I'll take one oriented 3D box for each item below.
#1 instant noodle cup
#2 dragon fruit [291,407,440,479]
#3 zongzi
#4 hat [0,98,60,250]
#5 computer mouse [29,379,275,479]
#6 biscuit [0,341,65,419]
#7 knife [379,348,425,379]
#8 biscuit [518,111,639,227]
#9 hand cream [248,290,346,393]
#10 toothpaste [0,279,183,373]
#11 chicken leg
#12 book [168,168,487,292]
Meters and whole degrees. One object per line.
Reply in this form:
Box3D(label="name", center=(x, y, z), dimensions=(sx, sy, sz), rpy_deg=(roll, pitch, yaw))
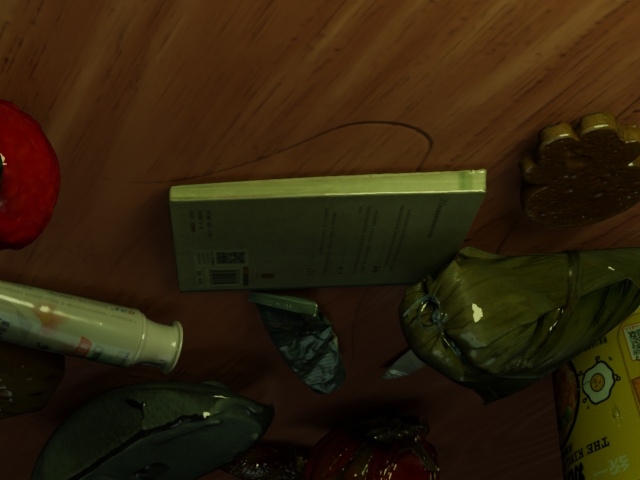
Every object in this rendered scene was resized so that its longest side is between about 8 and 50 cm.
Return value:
Box3D(label="instant noodle cup", center=(0.440, 0.235, 1.187), dimensions=(0.325, 0.254, 0.326), rpy_deg=(-5, 151, -3))
Box3D(label="dragon fruit", center=(0.096, 0.321, 1.391), dimensions=(0.218, 0.223, 0.148), rpy_deg=(6, 113, -40))
Box3D(label="zongzi", center=(0.227, 0.049, 0.935), dimensions=(0.274, 0.125, 0.251), rpy_deg=(-31, 155, 15))
Box3D(label="hat", center=(-0.301, -0.038, 0.574), dimensions=(0.274, 0.242, 0.332), rpy_deg=(-7, 168, 28))
Box3D(label="computer mouse", center=(-0.229, 0.253, 1.236), dimensions=(0.373, 0.114, 0.203), rpy_deg=(-28, 143, 22))
Box3D(label="biscuit", center=(-0.476, 0.160, 1.085), dimensions=(0.359, 0.046, 0.359), rpy_deg=(-5, 153, -3))
Box3D(label="knife", center=(0.165, 0.116, 1.161), dimensions=(0.047, 0.017, 0.298), rpy_deg=(19, 143, -26))
Box3D(label="biscuit", center=(0.236, -0.062, 0.834), dimensions=(0.124, 0.026, 0.175), rpy_deg=(-15, 151, 12))
Box3D(label="hand cream", center=(-0.015, 0.125, 1.103), dimensions=(0.075, 0.052, 0.248), rpy_deg=(-11, 151, 8))
Box3D(label="toothpaste", center=(-0.299, 0.075, 0.949), dimensions=(0.323, 0.066, 0.100), rpy_deg=(17, 145, -27))
Box3D(label="chicken leg", center=(-0.078, 0.373, 1.544), dimensions=(0.105, 0.063, 0.233), rpy_deg=(-33, 140, 33))
Box3D(label="book", center=(0.000, 0.000, 0.902), dimensions=(0.282, 0.025, 0.215), rpy_deg=(-2, 153, -8))
